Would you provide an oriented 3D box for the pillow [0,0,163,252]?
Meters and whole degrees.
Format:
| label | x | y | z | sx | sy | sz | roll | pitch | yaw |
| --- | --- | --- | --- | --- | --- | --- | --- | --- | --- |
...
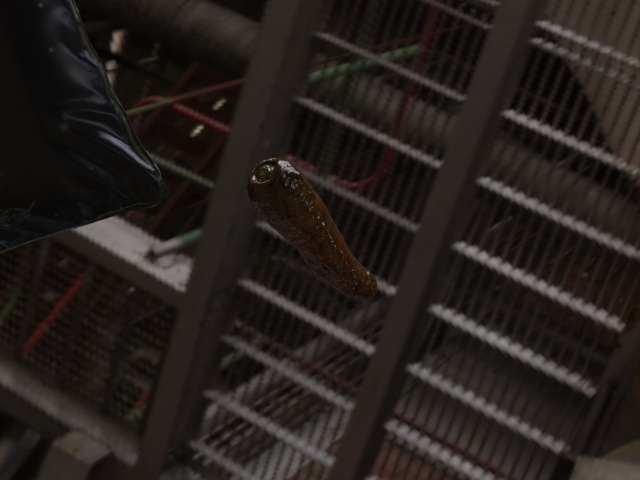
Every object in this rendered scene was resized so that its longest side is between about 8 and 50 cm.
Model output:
| label | x | y | z | sx | sy | sz | roll | pitch | yaw |
| --- | --- | --- | --- | --- | --- | --- | --- | --- | --- |
| pillow | -0.188 | -0.039 | 0.583 | 0.208 | 0.055 | 0.141 | -24 | -72 | -5 |

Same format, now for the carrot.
| label | x | y | z | sx | sy | sz | roll | pitch | yaw |
| --- | --- | --- | --- | --- | --- | --- | --- | --- | --- |
| carrot | 0.000 | 0.000 | 1.074 | 0.047 | 0.047 | 0.191 | -4 | -36 | 30 |
